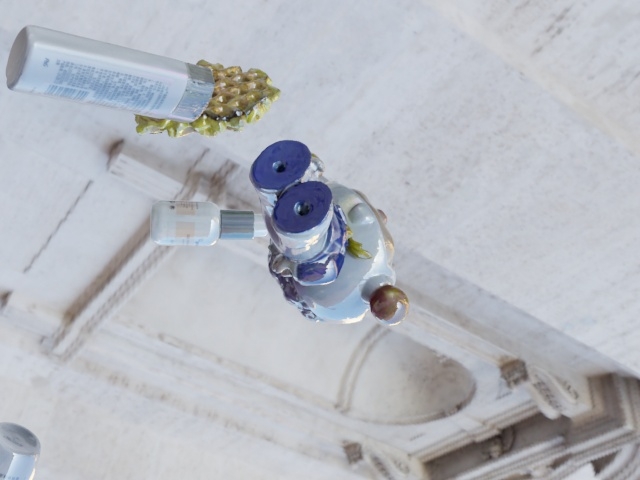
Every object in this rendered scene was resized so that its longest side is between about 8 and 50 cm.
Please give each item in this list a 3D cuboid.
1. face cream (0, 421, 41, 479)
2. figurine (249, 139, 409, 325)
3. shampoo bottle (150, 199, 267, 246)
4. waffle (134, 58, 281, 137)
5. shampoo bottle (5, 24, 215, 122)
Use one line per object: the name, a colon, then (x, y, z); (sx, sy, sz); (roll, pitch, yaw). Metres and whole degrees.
face cream: (-0.398, 0.281, 0.963); (0.095, 0.091, 0.091); (-57, -155, 8)
figurine: (0.004, 0.008, 0.734); (0.133, 0.194, 0.274); (-33, -179, 3)
shampoo bottle: (-0.176, -0.025, 1.256); (0.074, 0.192, 0.074); (-177, -90, -77)
waffle: (-0.226, -0.273, 1.500); (0.301, 0.281, 0.058); (-61, 156, -53)
shampoo bottle: (-0.241, -0.190, 0.913); (0.086, 0.227, 0.056); (-40, -125, 43)
